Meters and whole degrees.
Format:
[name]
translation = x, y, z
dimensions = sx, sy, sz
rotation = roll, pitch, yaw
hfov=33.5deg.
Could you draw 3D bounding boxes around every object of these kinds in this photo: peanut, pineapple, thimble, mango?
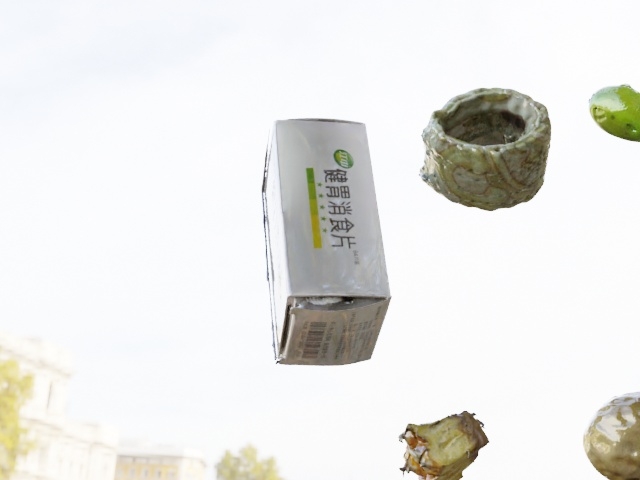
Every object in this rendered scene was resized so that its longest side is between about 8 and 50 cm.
[peanut]
translation = 0.404, 0.235, 1.246
dimensions = 0.237, 0.110, 0.120
rotation = 11, -26, -34
[pineapple]
translation = 0.146, 0.250, 1.264
dimensions = 0.116, 0.069, 0.137
rotation = -36, -28, -5
[thimble]
translation = 0.235, -0.131, 1.541
dimensions = 0.191, 0.137, 0.143
rotation = 2, -31, 9
[mango]
translation = 0.626, -0.256, 2.148
dimensions = 0.178, 0.100, 0.119
rotation = 34, 43, 31

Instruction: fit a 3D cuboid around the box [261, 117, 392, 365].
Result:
[box]
translation = 0.000, 0.002, 1.517
dimensions = 0.145, 0.332, 0.173
rotation = 0, -36, -8
